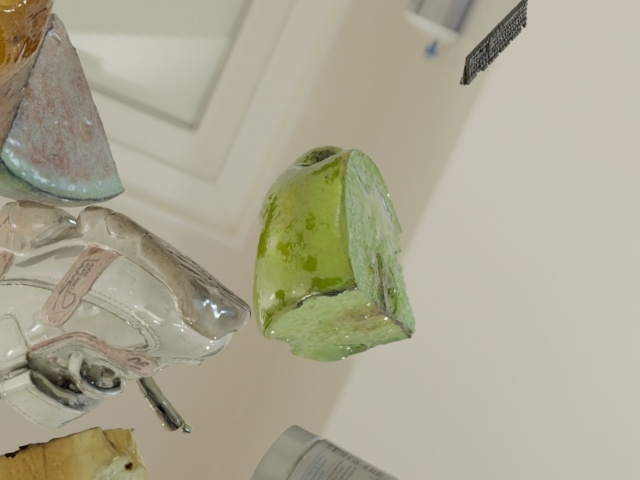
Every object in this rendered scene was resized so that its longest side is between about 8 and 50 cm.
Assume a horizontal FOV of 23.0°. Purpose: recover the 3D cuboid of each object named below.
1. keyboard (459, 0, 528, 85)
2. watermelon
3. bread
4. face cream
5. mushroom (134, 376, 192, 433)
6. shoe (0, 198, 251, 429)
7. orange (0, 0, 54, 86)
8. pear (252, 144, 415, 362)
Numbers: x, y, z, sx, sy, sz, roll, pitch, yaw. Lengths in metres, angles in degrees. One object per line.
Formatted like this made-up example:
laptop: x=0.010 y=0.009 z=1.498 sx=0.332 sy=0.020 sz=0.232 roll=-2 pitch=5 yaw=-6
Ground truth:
keyboard: x=0.276 y=-0.313 z=2.472 sx=0.018 sy=0.060 sz=0.195 roll=26 pitch=-130 yaw=21
watermelon: x=-0.450 y=-0.172 z=2.460 sx=0.283 sy=0.293 sz=0.250 roll=22 pitch=152 yaw=34
bread: x=-0.365 y=0.333 z=2.270 sx=0.224 sy=0.211 sz=0.183 roll=32 pitch=171 yaw=24
face cream: x=-0.004 y=0.330 z=1.873 sx=0.153 sy=0.177 sz=0.177 roll=27 pitch=-170 yaw=15
mushroom: x=-0.221 y=0.168 z=2.003 sx=0.060 sy=0.187 sz=0.061 roll=-28 pitch=-173 yaw=-31
shoe: x=-0.219 y=0.088 z=1.486 sx=0.172 sy=0.198 sz=0.351 roll=37 pitch=163 yaw=-34
orange: x=-0.407 y=-0.271 z=1.635 sx=0.249 sy=0.249 sz=0.183 roll=31 pitch=-164 yaw=34
pear: x=0.000 y=0.000 z=2.122 sx=0.176 sy=0.282 sz=0.286 roll=-13 pitch=158 yaw=17
